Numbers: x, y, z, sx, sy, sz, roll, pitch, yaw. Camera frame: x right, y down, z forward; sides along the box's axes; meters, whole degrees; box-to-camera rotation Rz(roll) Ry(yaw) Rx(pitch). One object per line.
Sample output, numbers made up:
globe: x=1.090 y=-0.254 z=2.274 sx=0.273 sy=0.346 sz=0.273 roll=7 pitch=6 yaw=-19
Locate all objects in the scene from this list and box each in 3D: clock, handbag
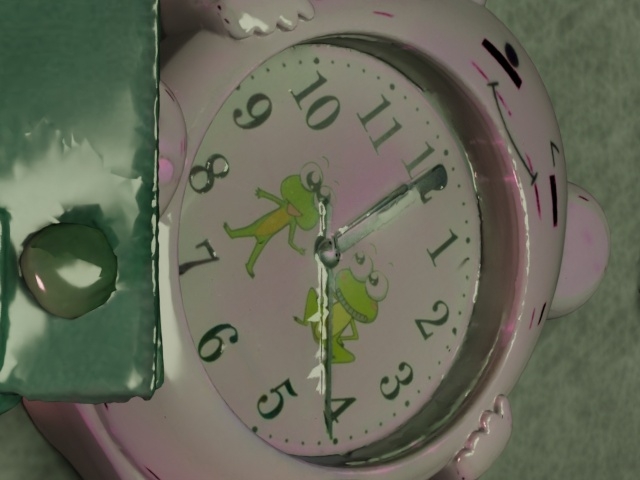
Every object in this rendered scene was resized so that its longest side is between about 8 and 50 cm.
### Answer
clock: x=0.000 y=0.000 z=0.679 sx=0.322 sy=0.113 sz=0.295 roll=-39 pitch=111 yaw=-31
handbag: x=-0.182 y=-0.072 z=0.470 sx=0.269 sy=0.100 sz=0.274 roll=2 pitch=77 yaw=-13
